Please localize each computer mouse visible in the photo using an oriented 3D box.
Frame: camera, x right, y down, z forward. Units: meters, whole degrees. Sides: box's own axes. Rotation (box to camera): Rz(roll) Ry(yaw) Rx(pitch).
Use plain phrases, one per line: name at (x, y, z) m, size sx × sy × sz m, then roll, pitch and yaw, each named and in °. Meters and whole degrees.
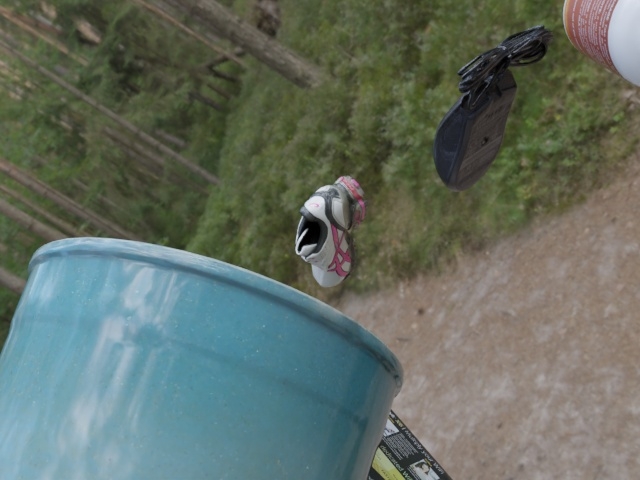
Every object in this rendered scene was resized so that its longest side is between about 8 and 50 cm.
computer mouse at (0.230, -0.189, 1.017) m, size 0.188 × 0.072 × 0.272 m, roll -32°, pitch -30°, yaw -29°

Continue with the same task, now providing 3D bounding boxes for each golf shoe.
golf shoe at (0.000, 0.000, 0.841) m, size 0.086 × 0.067 × 0.186 m, roll -27°, pitch -32°, yaw -24°

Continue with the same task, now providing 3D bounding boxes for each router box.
router box at (0.053, 0.341, 1.054) m, size 0.243 × 0.309 × 0.081 m, roll 1°, pitch -52°, yaw -50°

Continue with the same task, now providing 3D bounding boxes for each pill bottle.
pill bottle at (0.330, -0.216, 0.676) m, size 0.121 × 0.121 × 0.216 m, roll -54°, pitch 15°, yaw 23°

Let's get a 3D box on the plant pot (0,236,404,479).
plant pot at (-0.108, 0.174, 0.440) m, size 0.271 × 0.272 × 0.255 m, roll 135°, pitch 155°, yaw -62°
